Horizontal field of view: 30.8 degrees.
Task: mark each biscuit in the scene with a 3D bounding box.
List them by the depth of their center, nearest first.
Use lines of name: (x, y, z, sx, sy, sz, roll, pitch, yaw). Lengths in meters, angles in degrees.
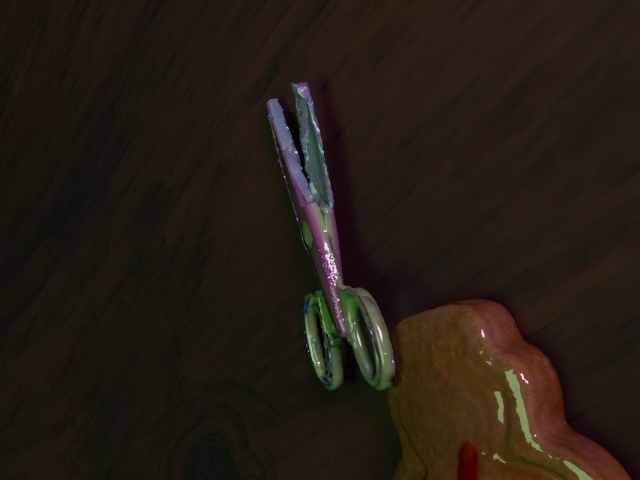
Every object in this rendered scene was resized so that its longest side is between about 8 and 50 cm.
biscuit: (0.107, 0.177, 0.627, 0.186, 0.044, 0.295, -26, 83, 52)

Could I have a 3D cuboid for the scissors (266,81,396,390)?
scissors: (0.000, 0.000, 0.700, 0.133, 0.020, 0.187, 164, 93, -70)
